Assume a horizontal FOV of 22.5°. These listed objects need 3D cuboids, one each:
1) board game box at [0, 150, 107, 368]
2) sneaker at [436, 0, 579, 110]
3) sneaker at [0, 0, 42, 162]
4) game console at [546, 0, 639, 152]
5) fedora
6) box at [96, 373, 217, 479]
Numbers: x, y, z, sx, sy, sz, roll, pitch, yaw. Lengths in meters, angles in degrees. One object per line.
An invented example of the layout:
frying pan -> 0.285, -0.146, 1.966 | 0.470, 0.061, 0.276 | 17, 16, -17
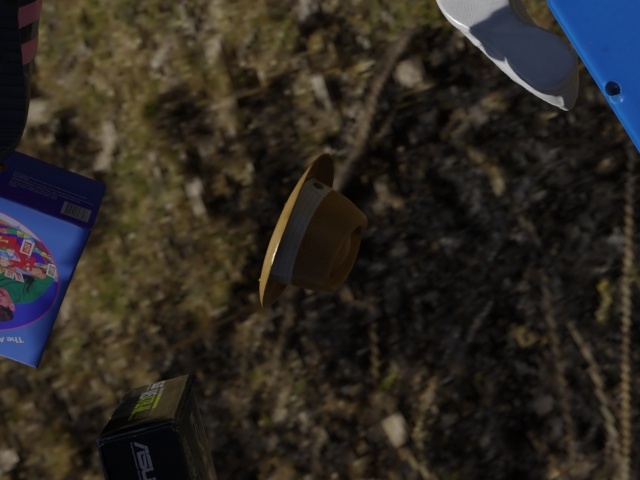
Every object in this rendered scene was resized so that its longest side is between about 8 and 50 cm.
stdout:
board game box -> -0.432, -0.017, 1.735 | 0.347, 0.078, 0.233 | 21, 130, -9
sneaker -> 0.190, -0.211, 1.652 | 0.080, 0.094, 0.212 | -36, 63, 2
sneaker -> -0.311, -0.218, 1.477 | 0.131, 0.112, 0.319 | 143, 135, -74
game console -> 0.369, -0.164, 1.268 | 0.293, 0.250, 0.173 | 57, 148, -6
fedora -> 0.000, 0.000, 1.754 | 0.079, 0.194, 0.194 | 23, 124, 9
box -> -0.063, 0.172, 0.809 | 0.184, 0.045, 0.190 | -104, 0, -89
